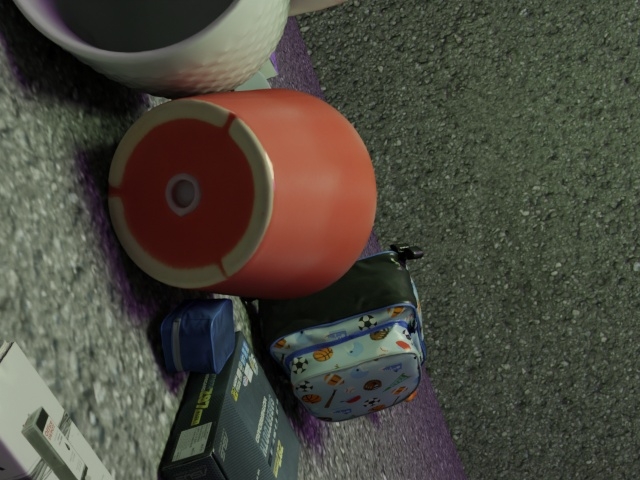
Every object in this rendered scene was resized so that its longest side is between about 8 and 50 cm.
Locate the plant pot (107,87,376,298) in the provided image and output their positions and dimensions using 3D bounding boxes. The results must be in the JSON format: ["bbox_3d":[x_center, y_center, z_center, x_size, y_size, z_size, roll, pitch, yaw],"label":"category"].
[{"bbox_3d":[-0.096,-0.054,0.866,0.243,0.275,0.275,-10,79,-69],"label":"plant pot"}]

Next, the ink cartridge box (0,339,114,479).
[{"bbox_3d":[-0.184,0.135,0.414,0.056,0.099,0.135,-86,152,-64],"label":"ink cartridge box"}]

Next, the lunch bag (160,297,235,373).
[{"bbox_3d":[-0.135,0.101,0.818,0.098,0.065,0.067,-59,148,-74],"label":"lunch bag"}]

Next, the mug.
[{"bbox_3d":[-0.119,-0.303,0.859,0.328,0.374,0.276,17,67,-86],"label":"mug"}]

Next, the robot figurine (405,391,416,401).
[{"bbox_3d":[0.135,0.289,1.669,0.219,0.158,0.128,-5,96,-79],"label":"robot figurine"}]

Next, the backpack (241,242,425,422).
[{"bbox_3d":[0.050,0.159,1.169,0.263,0.276,0.213,64,14,-60],"label":"backpack"}]

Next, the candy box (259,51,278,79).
[{"bbox_3d":[-0.171,-0.498,1.777,0.165,0.070,0.196,58,16,-46],"label":"candy box"}]

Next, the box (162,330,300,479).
[{"bbox_3d":[-0.086,0.236,0.826,0.233,0.059,0.183,-84,153,-67],"label":"box"}]

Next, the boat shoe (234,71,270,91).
[{"bbox_3d":[-0.119,-0.247,1.566,0.229,0.080,0.076,65,-7,-6],"label":"boat shoe"}]
